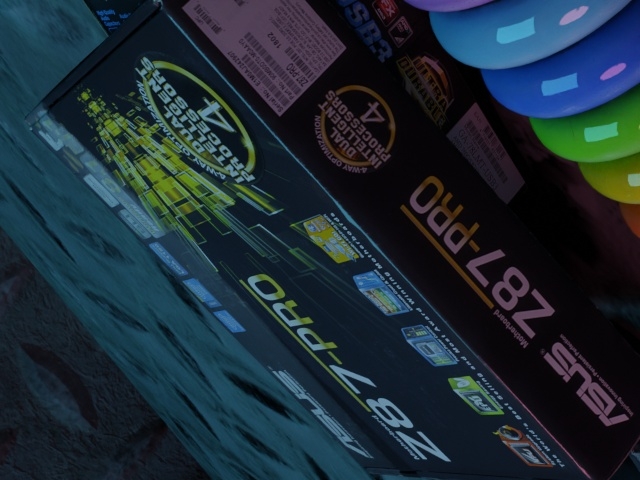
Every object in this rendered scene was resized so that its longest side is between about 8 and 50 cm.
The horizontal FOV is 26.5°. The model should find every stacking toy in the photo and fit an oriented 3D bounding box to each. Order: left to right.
[{"bbox_3d":[0.151,-0.073,0.632,0.330,0.141,0.141,47,163,-25],"label":"stacking toy"}]

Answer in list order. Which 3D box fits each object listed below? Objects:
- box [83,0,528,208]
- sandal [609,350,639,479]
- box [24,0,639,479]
[{"bbox_3d":[-0.036,-0.130,0.961,0.295,0.073,0.293,6,136,54],"label":"box"},{"bbox_3d":[0.239,0.158,1.053,0.097,0.054,0.254,34,159,32],"label":"sandal"},{"bbox_3d":[0.000,0.000,0.921,0.395,0.097,0.318,47,159,-13],"label":"box"}]
